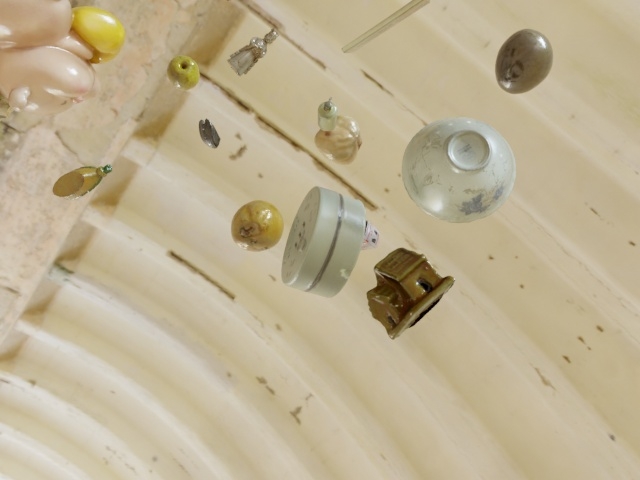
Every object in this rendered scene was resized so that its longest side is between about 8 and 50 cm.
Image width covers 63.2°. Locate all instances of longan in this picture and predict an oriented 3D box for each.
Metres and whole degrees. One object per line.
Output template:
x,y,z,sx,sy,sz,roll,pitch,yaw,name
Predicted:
0.716,-0.629,1.837,0.196,0.196,0.220,-111,-156,-64,longan

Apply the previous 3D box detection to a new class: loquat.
-0.273,-0.063,2.264,0.244,0.244,0.244,-46,-155,28,loquat

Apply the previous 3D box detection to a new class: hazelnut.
0.087,-0.519,2.721,0.241,0.261,0.261,27,-95,38,hazelnut

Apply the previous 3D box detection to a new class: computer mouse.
-0.460,-0.434,2.132,0.079,0.135,0.047,4,-144,29,computer mouse

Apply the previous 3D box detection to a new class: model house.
0.268,0.157,1.736,0.268,0.239,0.173,-38,160,-7,model house

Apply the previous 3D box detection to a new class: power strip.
0.000,0.000,1.659,0.357,0.161,0.357,-162,-90,-75,power strip

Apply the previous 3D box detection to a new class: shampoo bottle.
0.028,-0.495,2.039,0.079,0.079,0.162,-63,174,-12,shampoo bottle

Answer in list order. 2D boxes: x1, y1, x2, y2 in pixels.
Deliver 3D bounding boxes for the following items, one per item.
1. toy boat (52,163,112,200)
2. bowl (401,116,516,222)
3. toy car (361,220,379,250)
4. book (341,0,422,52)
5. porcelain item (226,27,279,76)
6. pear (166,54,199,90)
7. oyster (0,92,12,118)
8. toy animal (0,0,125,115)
-0.774,-0.186,1.679,0.229,0.089,0.088,-22,-177,22,toy boat
0.380,-0.213,1.383,0.313,0.313,0.146,-61,172,-8,bowl
0.117,-0.009,1.961,0.209,0.108,0.089,-10,-125,41,toy car
0.209,-0.681,1.643,0.295,0.020,0.208,-28,-168,21,book
-0.234,-0.689,1.886,0.213,0.084,0.054,-40,-149,-2,porcelain item
-0.619,-0.750,2.342,0.149,0.149,0.162,-65,-166,-18,pear
-0.839,-0.357,1.135,0.275,0.271,0.100,41,-65,33,oyster
-0.552,-0.372,1.066,0.345,0.277,0.247,163,-72,-78,toy animal
